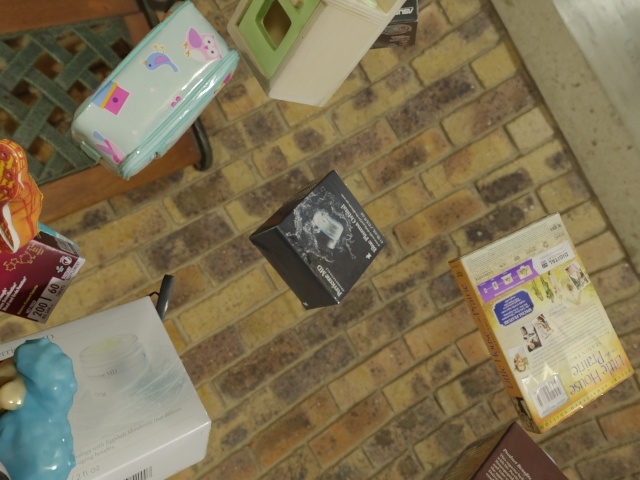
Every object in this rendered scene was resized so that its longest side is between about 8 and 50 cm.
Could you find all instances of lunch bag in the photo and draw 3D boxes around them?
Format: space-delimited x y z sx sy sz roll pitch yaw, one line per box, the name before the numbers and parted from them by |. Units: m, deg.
lunch bag | -0.229 -0.181 0.666 0.224 0.108 0.279 -53 -157 -9

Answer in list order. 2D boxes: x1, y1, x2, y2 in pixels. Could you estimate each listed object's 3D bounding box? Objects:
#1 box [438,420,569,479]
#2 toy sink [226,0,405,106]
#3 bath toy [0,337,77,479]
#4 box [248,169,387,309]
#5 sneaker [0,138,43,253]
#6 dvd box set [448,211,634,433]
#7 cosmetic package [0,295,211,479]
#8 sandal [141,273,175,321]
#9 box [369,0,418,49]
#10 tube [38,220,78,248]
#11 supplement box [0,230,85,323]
box | 0.319 0.476 0.903 0.203 0.168 0.167 -28 159 -39
toy sink | -0.007 -0.331 0.695 0.131 0.153 0.234 -6 150 -47
bath toy | -0.275 0.149 0.261 0.129 0.151 0.348 -49 175 7
box | 0.000 0.000 0.801 0.093 0.156 0.158 -19 -156 52
sneaker | -0.370 -0.059 0.598 0.175 0.064 0.067 -55 -174 44
dvd box set | 0.514 0.179 1.159 0.307 0.420 0.062 -23 176 -18
cosmetic package | -0.302 0.228 0.683 0.224 0.225 0.138 -19 146 -32
sandal | -0.348 0.176 0.971 0.254 0.054 0.097 -61 -163 17
box | 0.120 -0.565 1.330 0.270 0.060 0.216 -3 -174 8
tube | -0.543 -0.022 0.922 0.052 0.080 0.207 -44 142 -6
supplement box | -0.511 0.026 0.764 0.073 0.239 0.130 31 -91 47
